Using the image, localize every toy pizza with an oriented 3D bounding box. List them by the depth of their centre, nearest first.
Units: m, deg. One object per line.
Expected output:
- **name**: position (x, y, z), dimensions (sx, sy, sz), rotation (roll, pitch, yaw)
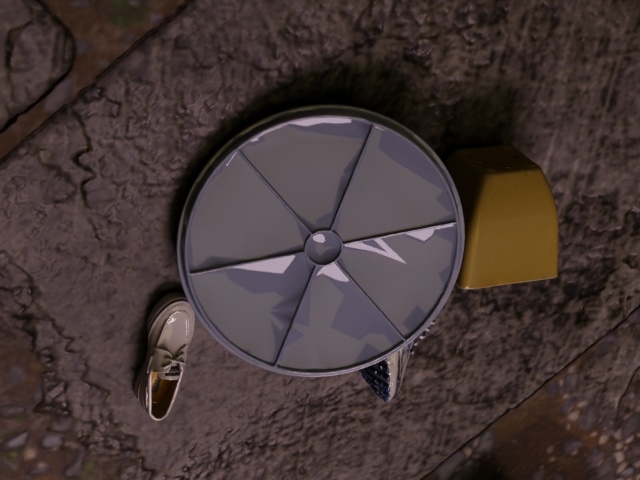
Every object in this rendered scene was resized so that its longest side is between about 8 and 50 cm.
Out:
- **toy pizza**: position (0.000, 0.000, 1.157), dimensions (0.201, 0.032, 0.201), rotation (-3, 111, -8)

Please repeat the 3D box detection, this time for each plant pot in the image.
- **plant pot**: position (0.123, -0.023, 1.206), dimensions (0.081, 0.081, 0.083), rotation (-7, 117, -24)

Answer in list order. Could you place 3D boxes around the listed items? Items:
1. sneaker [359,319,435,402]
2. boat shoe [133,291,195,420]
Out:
- **sneaker**: position (0.062, 0.065, 1.255), dimensions (0.058, 0.052, 0.135), rotation (-18, 132, -24)
- **boat shoe**: position (-0.109, 0.085, 1.187), dimensions (0.035, 0.035, 0.100), rotation (3, 122, -30)
